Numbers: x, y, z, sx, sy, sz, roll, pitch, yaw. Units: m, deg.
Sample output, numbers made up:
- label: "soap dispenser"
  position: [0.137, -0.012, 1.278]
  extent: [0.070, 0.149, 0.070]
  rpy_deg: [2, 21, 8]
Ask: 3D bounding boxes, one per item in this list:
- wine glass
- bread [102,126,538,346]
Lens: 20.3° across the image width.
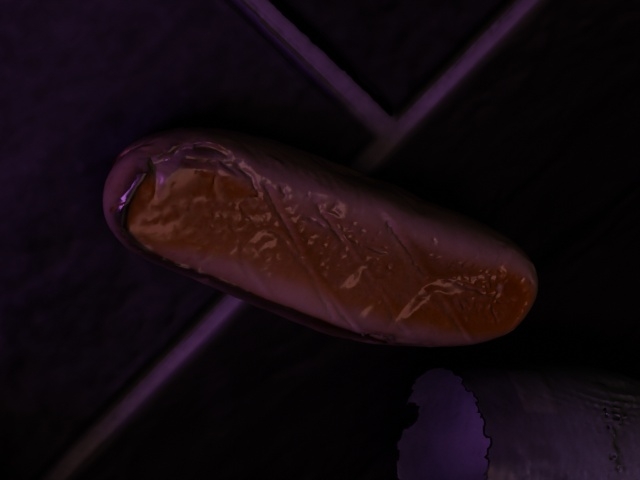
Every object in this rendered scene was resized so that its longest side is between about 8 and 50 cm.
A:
- label: "wine glass"
  position: [0.213, 0.037, 0.878]
  extent: [0.310, 0.096, 0.264]
  rpy_deg: [4, 119, -28]
- label: "bread"
  position: [0.000, 0.000, 0.777]
  extent: [0.214, 0.053, 0.073]
  rpy_deg: [18, 106, -31]
